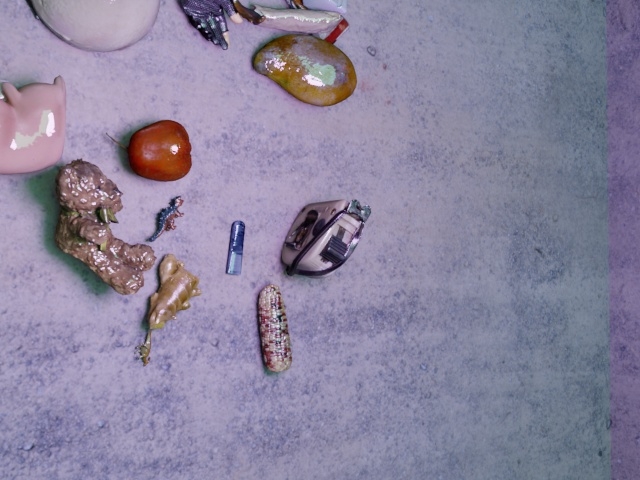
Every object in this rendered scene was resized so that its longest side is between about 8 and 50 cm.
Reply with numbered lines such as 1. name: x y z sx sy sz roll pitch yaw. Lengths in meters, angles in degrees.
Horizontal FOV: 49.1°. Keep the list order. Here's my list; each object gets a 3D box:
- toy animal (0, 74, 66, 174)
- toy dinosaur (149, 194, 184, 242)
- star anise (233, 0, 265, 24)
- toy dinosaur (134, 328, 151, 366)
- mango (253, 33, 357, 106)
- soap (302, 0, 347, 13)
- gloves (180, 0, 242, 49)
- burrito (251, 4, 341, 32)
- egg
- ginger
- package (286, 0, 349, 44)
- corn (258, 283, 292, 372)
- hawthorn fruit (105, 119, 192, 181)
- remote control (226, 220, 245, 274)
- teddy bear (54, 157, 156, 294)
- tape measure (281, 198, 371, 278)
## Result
1. toy animal: -0.692 -0.255 1.560 0.256 0.195 0.213 -10 88 -31
2. toy dinosaur: -0.402 -0.055 1.837 0.055 0.049 0.154 44 61 -28
3. star anise: -0.241 -0.748 1.887 0.346 0.148 0.237 61 18 -17
4. toy dinosaur: -0.456 0.272 1.812 0.041 0.026 0.113 0 99 -41
5. mango: -0.041 -0.497 2.035 0.316 0.146 0.192 12 82 -19
6. soap: 0.017 -0.795 2.074 0.145 0.091 0.230 23 69 -39
7. gloves: -0.293 -0.603 1.899 0.129 0.106 0.180 -42 141 -23
8. burrito: -0.073 -0.639 2.021 0.275 0.082 0.059 0 71 -22
9. egg: -0.517 -0.619 1.674 0.337 0.201 0.337 -1 93 -33
10. ginger: -0.384 0.143 1.833 0.115 0.081 0.205 31 66 -44
11. package: -0.018 -0.702 2.111 0.154 0.030 0.239 -49 114 -26
12. corn: -0.133 0.250 1.999 0.086 0.086 0.253 -10 94 -34
13. hawthorn fruit: -0.429 -0.223 1.769 0.204 0.162 0.162 -7 94 -19
14. remote control: -0.236 0.019 1.964 0.043 0.027 0.152 8 87 -38
15. teddy bear: -0.507 -0.045 1.673 0.296 0.246 0.222 30 112 -14
16. tape measure: 0.000 0.000 1.975 0.133 0.271 0.231 34 70 -29
